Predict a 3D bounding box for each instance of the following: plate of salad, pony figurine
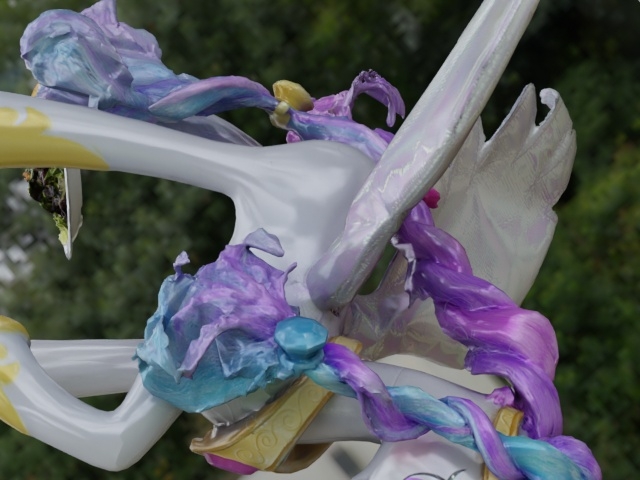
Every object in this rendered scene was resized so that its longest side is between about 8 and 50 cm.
[{"bbox_3d":[-0.247,-0.080,1.627,0.048,0.200,0.200,-7,-17,-12],"label":"plate of salad"},{"bbox_3d":[0.000,0.000,0.887,0.303,0.363,0.351,73,-144,-63],"label":"pony figurine"}]
